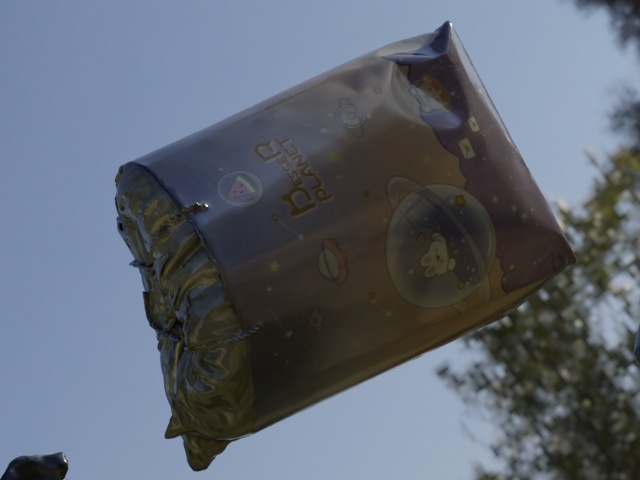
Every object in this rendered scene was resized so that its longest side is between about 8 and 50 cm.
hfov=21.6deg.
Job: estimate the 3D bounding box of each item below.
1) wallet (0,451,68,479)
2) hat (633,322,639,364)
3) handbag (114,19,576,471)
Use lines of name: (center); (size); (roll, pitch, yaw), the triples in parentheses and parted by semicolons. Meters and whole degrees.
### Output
wallet: (-0.127, 0.155, 0.399); (0.044, 0.149, 0.250); (10, -79, -68)
hat: (0.307, 0.010, 0.979); (0.214, 0.244, 0.149); (-66, -11, 24)
handbag: (0.000, 0.000, 0.637); (0.173, 0.117, 0.095); (-26, -6, -21)
